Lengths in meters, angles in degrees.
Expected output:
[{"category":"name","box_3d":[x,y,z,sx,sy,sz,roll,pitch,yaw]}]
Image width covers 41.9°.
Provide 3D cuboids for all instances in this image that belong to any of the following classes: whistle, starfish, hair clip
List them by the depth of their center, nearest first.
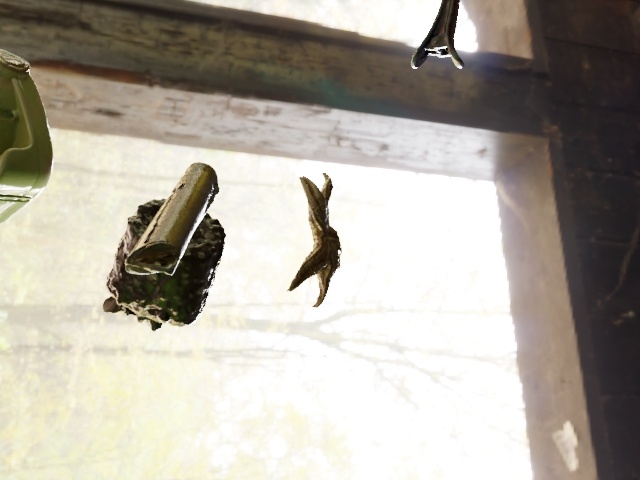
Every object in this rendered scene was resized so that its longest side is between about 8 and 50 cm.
[{"category":"whistle","box_3d":[-0.214,-0.035,1.268,0.326,0.068,0.057,-77,178,-63]},{"category":"hair clip","box_3d":[0.199,-0.404,1.323,0.048,0.083,0.275,28,68,-65]},{"category":"starfish","box_3d":[0.000,0.000,1.460,0.235,0.062,0.277,73,20,-45]}]

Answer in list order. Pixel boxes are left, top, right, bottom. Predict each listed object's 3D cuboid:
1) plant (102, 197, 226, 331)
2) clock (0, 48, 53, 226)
[{"category":"plant","box_3d":[-0.335,0.083,1.756,0.213,0.215,0.312,-76,-168,-58]},{"category":"clock","box_3d":[-0.508,-0.175,1.224,0.235,0.096,0.308,-29,-110,35]}]
